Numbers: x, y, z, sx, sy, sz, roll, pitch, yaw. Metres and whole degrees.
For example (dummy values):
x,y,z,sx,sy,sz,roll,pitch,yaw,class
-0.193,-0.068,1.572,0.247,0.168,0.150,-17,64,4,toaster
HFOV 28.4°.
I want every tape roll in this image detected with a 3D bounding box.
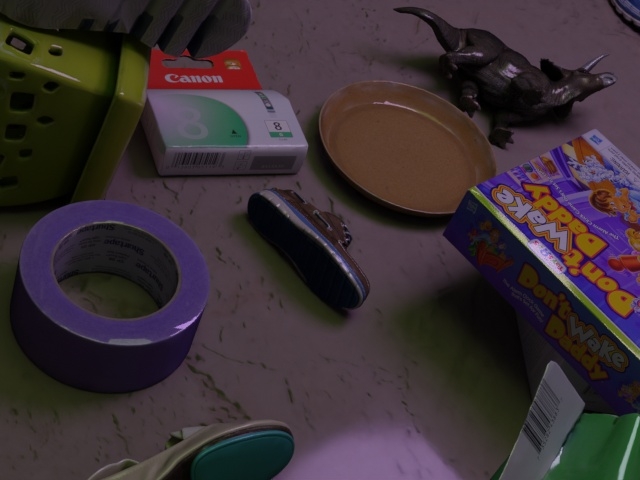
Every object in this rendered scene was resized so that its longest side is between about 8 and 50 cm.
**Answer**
x,y,z,sx,sy,sz,roll,pitch,yaw,class
-0.210,0.054,1.263,0.189,0.080,0.189,11,46,-12,tape roll

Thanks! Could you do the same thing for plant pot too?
x,y,z,sx,sy,sz,roll,pitch,yaw,class
-0.300,-0.167,1.339,0.207,0.228,0.227,16,43,-19,plant pot
0.107,-0.111,1.587,0.236,0.032,0.236,12,44,-12,plant pot

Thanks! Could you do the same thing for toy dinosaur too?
x,y,z,sx,sy,sz,roll,pitch,yaw,class
0.235,-0.224,1.713,0.314,0.121,0.160,23,32,6,toy dinosaur

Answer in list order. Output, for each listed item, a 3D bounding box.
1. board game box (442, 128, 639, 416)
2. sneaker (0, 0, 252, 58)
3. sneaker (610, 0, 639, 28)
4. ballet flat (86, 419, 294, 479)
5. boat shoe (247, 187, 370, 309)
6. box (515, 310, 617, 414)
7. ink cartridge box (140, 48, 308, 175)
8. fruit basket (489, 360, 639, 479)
x,y,z,sx,sy,sz,roll,pitch,yaw,class
0.335,0.050,1.363,0.233,0.078,0.347,-25,63,-38,board game box
-0.228,-0.302,1.273,0.315,0.127,0.182,14,41,-39,sneaker
0.518,-0.450,2.000,0.130,0.147,0.330,-11,54,-30,sneaker
-0.138,0.213,1.148,0.248,0.086,0.086,-22,60,-36,ballet flat
0.000,0.000,1.411,0.066,0.066,0.183,-24,61,-39,boat shoe
0.301,0.098,1.425,0.130,0.091,0.170,10,46,-14,box
-0.133,-0.174,1.532,0.181,0.056,0.224,-3,52,-25,ink cartridge box
0.202,0.331,1.036,0.327,0.165,0.353,46,63,-28,fruit basket
